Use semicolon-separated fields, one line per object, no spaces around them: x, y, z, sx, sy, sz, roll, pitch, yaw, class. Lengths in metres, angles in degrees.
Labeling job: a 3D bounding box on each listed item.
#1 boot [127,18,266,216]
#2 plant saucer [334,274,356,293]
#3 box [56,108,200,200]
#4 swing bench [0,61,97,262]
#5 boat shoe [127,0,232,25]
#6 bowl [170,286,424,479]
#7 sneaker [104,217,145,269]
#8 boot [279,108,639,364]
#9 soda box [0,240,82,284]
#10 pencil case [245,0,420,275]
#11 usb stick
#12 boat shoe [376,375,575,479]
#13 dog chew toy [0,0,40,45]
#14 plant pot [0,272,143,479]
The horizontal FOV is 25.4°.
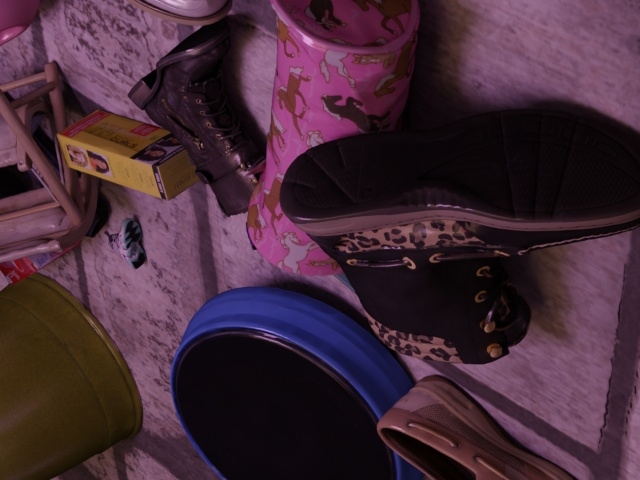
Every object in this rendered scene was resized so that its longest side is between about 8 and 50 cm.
-0.116;-0.144;1.776;0.229;0.091;0.263;50;152;-6;boot
0.000;0.000;1.765;0.192;0.018;0.067;40;142;-7;plant saucer
-0.260;-0.120;1.963;0.232;0.087;0.058;19;133;43;box
-0.482;-0.096;2.079;0.253;0.165;0.254;-12;106;25;swing bench
-0.217;-0.370;1.644;0.302;0.113;0.103;43;152;17;boat shoe
-0.038;0.242;1.952;0.391;0.077;0.391;18;132;22;bowl
-0.307;-0.005;2.175;0.069;0.038;0.098;30;141;31;sneaker
0.174;0.009;1.476;0.377;0.138;0.284;-5;143;19;boot
-0.468;0.006;2.298;0.083;0.092;0.263;57;159;-7;soda box
0.008;-0.130;1.554;0.167;0.160;0.386;13;140;1;pencil case
-0.433;-0.120;2.216;0.278;0.045;0.077;47;148;9;usb stick
0.218;0.315;1.752;0.341;0.110;0.121;39;145;21;boat shoe
-0.516;-0.416;1.908;0.206;0.207;0.331;-24;94;57;dog chew toy
-0.568;0.299;2.501;0.366;0.353;0.366;32;142;30;plant pot
